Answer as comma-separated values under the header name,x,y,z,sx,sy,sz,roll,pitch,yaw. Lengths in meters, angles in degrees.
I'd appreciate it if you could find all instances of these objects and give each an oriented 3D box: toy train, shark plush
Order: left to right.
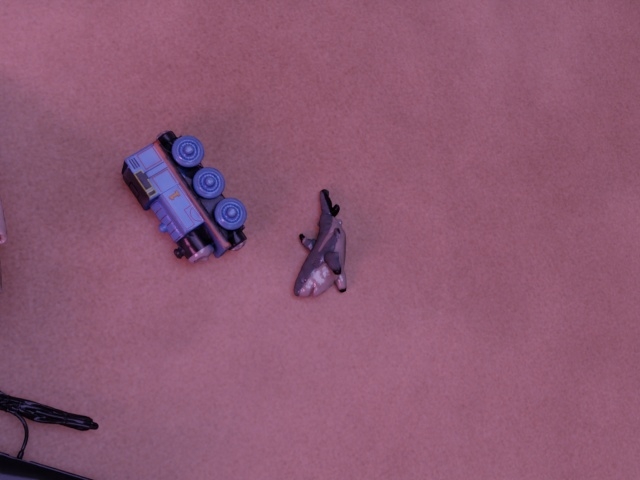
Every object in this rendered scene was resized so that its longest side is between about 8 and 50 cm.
name,x,y,z,sx,sy,sz,roll,pitch,yaw
toy train,-0.174,-0.053,1.125,0.105,0.080,0.184,-34,90,-19
shark plush,0.000,0.000,1.193,0.067,0.073,0.161,-1,76,9

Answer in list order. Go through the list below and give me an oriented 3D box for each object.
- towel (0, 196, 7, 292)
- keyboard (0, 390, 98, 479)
name,x,y,z,sx,sy,sz,roll,pitch,yaw
towel,-0.513,-0.055,0.931,0.312,0.056,0.324,-6,52,-24
keyboard,-0.346,0.265,0.973,0.317,0.033,0.201,22,74,-16
